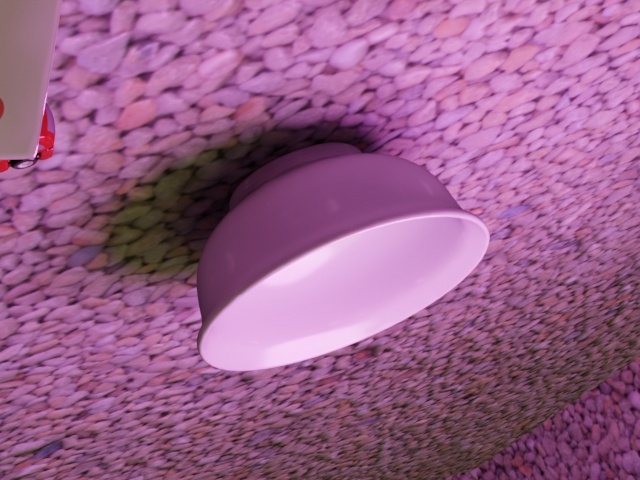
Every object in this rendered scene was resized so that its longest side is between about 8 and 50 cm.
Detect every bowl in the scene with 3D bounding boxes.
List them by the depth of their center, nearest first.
[{"bbox_3d":[0.000,0.000,1.282,0.298,0.134,0.298,-21,159,-9],"label":"bowl"}]

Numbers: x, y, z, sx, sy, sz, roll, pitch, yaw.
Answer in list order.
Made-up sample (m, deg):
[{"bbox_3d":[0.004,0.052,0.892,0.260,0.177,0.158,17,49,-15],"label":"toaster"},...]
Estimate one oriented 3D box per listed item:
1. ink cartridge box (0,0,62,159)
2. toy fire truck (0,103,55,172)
[{"bbox_3d":[-0.200,-0.163,0.507,0.171,0.168,0.232,-2,115,-39],"label":"ink cartridge box"},{"bbox_3d":[-0.275,-0.070,0.917,0.192,0.047,0.135,-17,170,-15],"label":"toy fire truck"}]
